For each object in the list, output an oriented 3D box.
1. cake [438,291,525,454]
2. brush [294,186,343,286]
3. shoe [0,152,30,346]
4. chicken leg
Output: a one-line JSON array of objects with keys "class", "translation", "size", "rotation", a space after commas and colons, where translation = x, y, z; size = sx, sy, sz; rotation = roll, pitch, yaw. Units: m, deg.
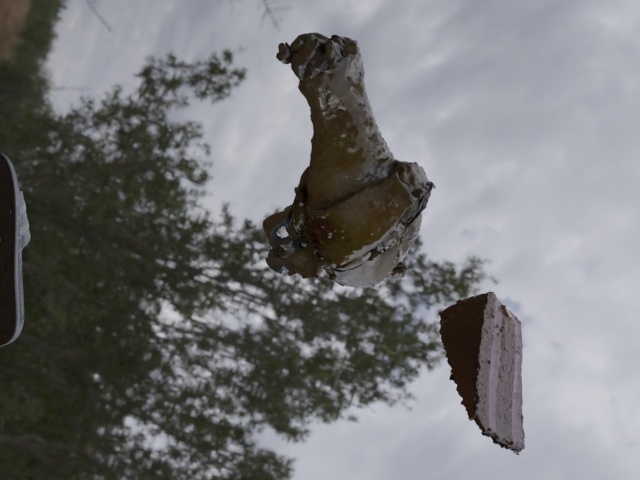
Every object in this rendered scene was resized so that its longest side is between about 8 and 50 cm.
[{"class": "cake", "translation": [0.265, 0.196, 1.397], "size": [0.113, 0.116, 0.295], "rotation": [-43, -155, 28]}, {"class": "brush", "translation": [0.000, 0.000, 1.203], "size": [0.032, 0.193, 0.043], "rotation": [-46, -133, -13]}, {"class": "shoe", "translation": [-0.302, 0.008, 0.834], "size": [0.049, 0.071, 0.179], "rotation": [-22, 108, -82]}, {"class": "chicken leg", "translation": [0.022, -0.048, 0.655], "size": [0.080, 0.125, 0.196], "rotation": [-66, 165, -56]}]
